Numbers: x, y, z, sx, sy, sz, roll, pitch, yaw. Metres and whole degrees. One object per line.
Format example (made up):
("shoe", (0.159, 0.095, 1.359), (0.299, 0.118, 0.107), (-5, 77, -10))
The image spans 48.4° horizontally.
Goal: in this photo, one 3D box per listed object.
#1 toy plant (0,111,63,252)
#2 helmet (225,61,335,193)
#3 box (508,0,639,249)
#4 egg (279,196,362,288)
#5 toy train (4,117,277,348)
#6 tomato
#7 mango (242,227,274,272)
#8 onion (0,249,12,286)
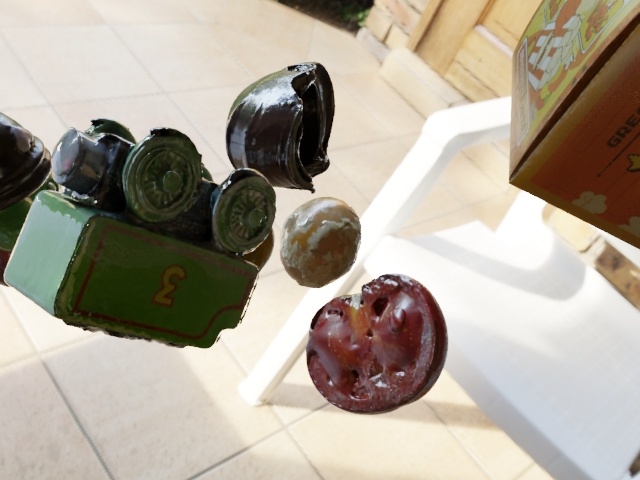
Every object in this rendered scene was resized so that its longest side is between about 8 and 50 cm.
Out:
("toy plant", (-0.523, -0.097, 1.192), (0.176, 0.235, 0.218), (-14, 41, 3))
("helmet", (-0.082, -0.222, 1.402), (0.177, 0.224, 0.305), (-1, 33, 14))
("box", (0.349, -0.186, 0.747), (0.214, 0.259, 0.283), (28, 41, -8))
("egg", (0.000, 0.000, 1.650), (0.195, 0.195, 0.233), (22, 62, -8))
("toy train", (-0.200, -0.001, 0.867), (0.174, 0.248, 0.307), (18, -3, 42))
("tomato", (0.104, 0.168, 1.111), (0.140, 0.233, 0.200), (21, 53, -52))
("mango", (-0.139, 0.023, 1.234), (0.103, 0.076, 0.160), (20, 77, -9))
("onion", (-0.591, 0.032, 1.253), (0.150, 0.150, 0.140), (36, 51, 8))
